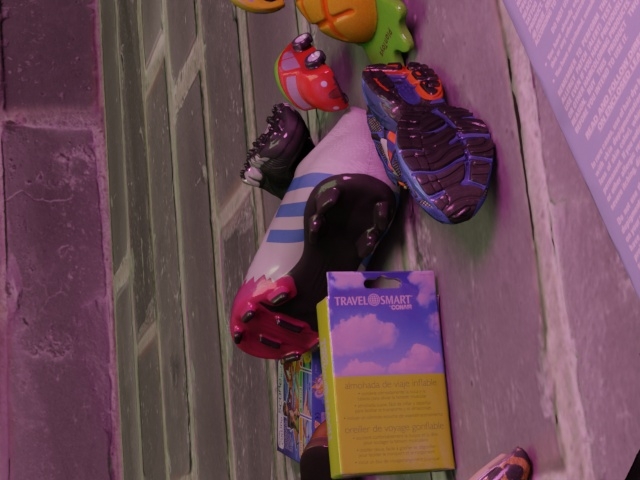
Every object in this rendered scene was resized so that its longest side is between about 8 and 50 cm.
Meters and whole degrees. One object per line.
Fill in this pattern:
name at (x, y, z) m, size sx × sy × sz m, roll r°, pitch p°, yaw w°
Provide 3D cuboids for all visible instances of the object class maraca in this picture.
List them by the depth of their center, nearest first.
maraca at (0.032, -0.240, 1.219) m, size 0.186 × 0.099 × 0.127 m, roll 55°, pitch 160°, yaw 19°

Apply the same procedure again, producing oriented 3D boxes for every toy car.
toy car at (-0.033, -0.193, 1.319) m, size 0.239 × 0.053 × 0.225 m, roll 60°, pitch -179°, yaw 21°

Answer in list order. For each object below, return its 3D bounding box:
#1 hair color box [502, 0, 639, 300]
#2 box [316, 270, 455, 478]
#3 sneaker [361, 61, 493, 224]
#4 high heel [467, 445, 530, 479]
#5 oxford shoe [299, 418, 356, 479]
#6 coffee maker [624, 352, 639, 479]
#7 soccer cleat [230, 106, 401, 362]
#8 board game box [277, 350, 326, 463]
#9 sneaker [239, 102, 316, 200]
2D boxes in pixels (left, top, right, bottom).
hair color box at (0.208, -0.072, 0.536) m, size 0.114 × 0.185 × 0.374 m, roll 110°, pitch 153°, yaw -47°
box at (0.056, 0.118, 1.115) m, size 0.042 × 0.109 × 0.178 m, roll 138°, pitch 130°, yaw -68°
sneaker at (0.093, -0.075, 1.081) m, size 0.221 × 0.083 × 0.087 m, roll -108°, pitch 11°, yaw -55°
high heel at (0.141, 0.305, 0.977) m, size 0.186 × 0.093 × 0.261 m, roll 38°, pitch 109°, yaw 23°
oxford shoe at (0.010, 0.273, 1.353) m, size 0.076 × 0.076 × 0.212 m, roll -65°, pitch -11°, yaw -52°
coffee maker at (0.205, 0.183, 0.698) m, size 0.171 × 0.120 × 0.178 m, roll -76°, pitch 2°, yaw -51°
soccer cleat at (0.000, 0.000, 1.301) m, size 0.331 × 0.116 × 0.143 m, roll 123°, pitch 161°, yaw -47°
board game box at (-0.016, 0.153, 1.449) m, size 0.136 × 0.035 × 0.201 m, roll -177°, pitch 87°, yaw -71°
sneaker at (-0.024, -0.086, 1.370) m, size 0.078 × 0.106 × 0.234 m, roll -62°, pitch 4°, yaw -10°
